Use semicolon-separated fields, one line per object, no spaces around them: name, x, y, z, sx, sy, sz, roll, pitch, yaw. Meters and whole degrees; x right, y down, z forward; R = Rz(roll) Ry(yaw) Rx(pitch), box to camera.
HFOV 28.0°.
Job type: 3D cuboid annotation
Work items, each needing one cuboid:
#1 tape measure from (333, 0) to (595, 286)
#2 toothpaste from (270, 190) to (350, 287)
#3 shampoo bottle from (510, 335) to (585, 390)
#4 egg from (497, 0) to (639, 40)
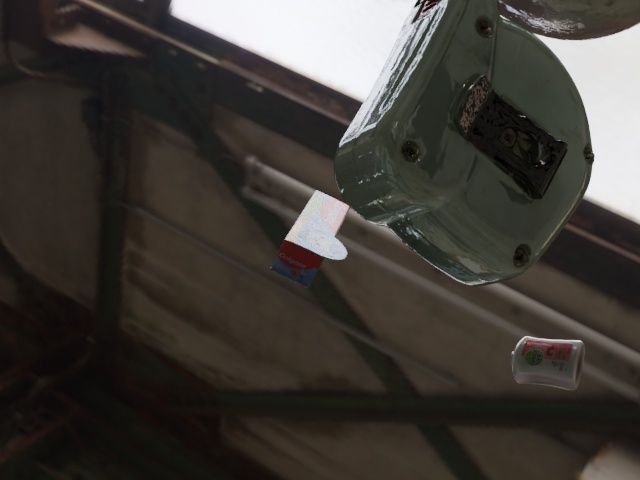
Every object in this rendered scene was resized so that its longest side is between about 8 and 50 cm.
tape measure;0.145;-0.101;1.201;0.125;0.246;0.243;-23;36;60
toothpaste;0.000;0.000;1.494;0.044;0.070;0.193;-64;-1;22
shampoo bottle;0.312;0.168;1.782;0.043;0.099;0.072;63;-140;-50
egg;0.332;-0.412;1.615;0.340;0.355;0.354;-93;8;-55
